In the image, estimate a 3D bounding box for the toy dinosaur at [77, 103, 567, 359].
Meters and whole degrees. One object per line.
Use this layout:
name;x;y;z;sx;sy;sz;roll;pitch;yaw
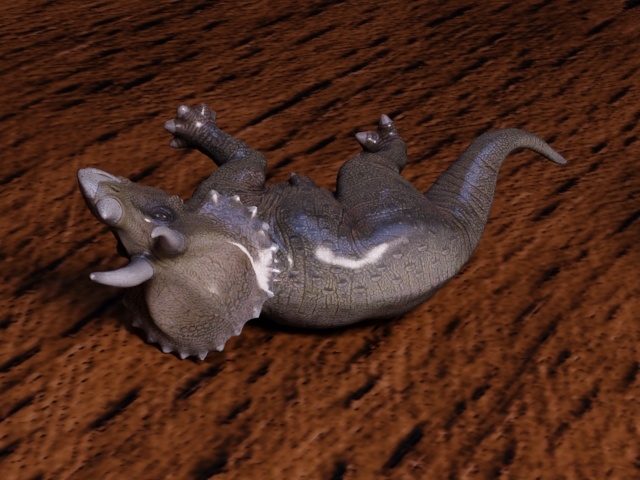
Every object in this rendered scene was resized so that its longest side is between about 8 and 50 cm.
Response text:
toy dinosaur;0.000;0.000;0.949;0.313;0.121;0.160;2;37;-25
